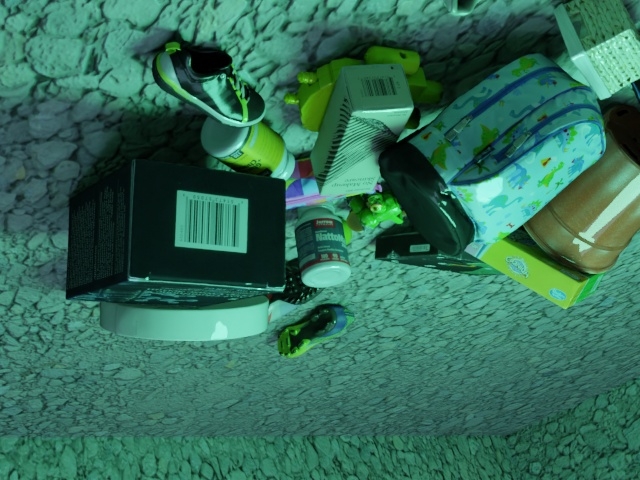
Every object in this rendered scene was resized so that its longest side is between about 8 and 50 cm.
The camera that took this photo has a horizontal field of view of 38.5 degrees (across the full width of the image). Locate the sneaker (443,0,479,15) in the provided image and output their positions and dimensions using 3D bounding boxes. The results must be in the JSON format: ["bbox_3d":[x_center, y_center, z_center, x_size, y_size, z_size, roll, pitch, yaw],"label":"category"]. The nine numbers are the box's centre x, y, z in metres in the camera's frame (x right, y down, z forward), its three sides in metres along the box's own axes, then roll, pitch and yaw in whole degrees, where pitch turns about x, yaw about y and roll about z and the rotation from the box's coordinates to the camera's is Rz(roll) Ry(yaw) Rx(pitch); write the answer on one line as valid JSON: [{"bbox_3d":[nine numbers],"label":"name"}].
[{"bbox_3d":[0.260,-0.402,1.305,0.090,0.115,0.232,9,149,-33],"label":"sneaker"}]

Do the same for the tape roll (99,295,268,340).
[{"bbox_3d":[-0.312,0.162,2.104,0.392,0.072,0.392,3,-176,0],"label":"tape roll"}]

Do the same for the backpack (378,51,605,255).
[{"bbox_3d":[0.316,-0.156,1.594,0.355,0.273,0.290,-49,145,-11],"label":"backpack"}]

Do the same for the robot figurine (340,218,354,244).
[{"bbox_3d":[0.019,-0.013,2.078,0.115,0.067,0.101,-9,146,0],"label":"robot figurine"}]

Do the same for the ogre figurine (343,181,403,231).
[{"bbox_3d":[0.134,-0.098,1.885,0.197,0.118,0.097,-19,153,17],"label":"ogre figurine"}]

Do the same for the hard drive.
[{"bbox_3d":[0.332,0.034,2.195,0.339,0.064,0.237,11,171,-33],"label":"hard drive"}]

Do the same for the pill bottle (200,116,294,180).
[{"bbox_3d":[-0.126,-0.168,1.670,0.103,0.103,0.184,-22,151,24],"label":"pill bottle"}]

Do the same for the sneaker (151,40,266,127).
[{"bbox_3d":[-0.164,-0.257,1.498,0.235,0.084,0.097,17,143,-43],"label":"sneaker"}]

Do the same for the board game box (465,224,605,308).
[{"bbox_3d":[0.435,0.025,1.972,0.242,0.316,0.064,-11,128,-60],"label":"board game box"}]

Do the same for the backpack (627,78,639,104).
[{"bbox_3d":[0.681,-0.246,1.639,0.213,0.276,0.263,-23,164,29],"label":"backpack"}]

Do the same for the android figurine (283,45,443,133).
[{"bbox_3d":[0.072,-0.252,1.619,0.273,0.056,0.248,2,152,-24],"label":"android figurine"}]

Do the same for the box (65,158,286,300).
[{"bbox_3d":[-0.283,0.003,1.721,0.294,0.212,0.395,6,170,-29],"label":"box"}]

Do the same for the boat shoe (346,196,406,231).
[{"bbox_3d":[0.151,-0.084,1.988,0.207,0.073,0.073,-20,-170,28],"label":"boat shoe"}]

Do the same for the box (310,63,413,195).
[{"bbox_3d":[0.065,-0.185,1.582,0.113,0.094,0.275,-6,154,-14],"label":"box"}]

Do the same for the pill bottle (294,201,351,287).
[{"bbox_3d":[0.000,0.000,1.968,0.108,0.180,0.108,-8,154,-4],"label":"pill bottle"}]

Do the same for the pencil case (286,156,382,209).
[{"bbox_3d":[-0.002,-0.120,1.818,0.236,0.104,0.104,-11,154,5],"label":"pencil case"}]

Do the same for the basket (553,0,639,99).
[{"bbox_3d":[0.475,-0.332,1.529,0.103,0.113,0.167,-25,150,25],"label":"basket"}]

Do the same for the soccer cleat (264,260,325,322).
[{"bbox_3d":[-0.080,0.130,2.322,0.318,0.108,0.116,-33,166,36],"label":"soccer cleat"}]

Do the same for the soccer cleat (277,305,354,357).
[{"bbox_3d":[-0.016,0.267,2.615,0.121,0.093,0.289,4,152,-40],"label":"soccer cleat"}]

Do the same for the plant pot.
[{"bbox_3d":[0.584,-0.116,1.865,0.272,0.272,0.265,6,143,-28],"label":"plant pot"}]
